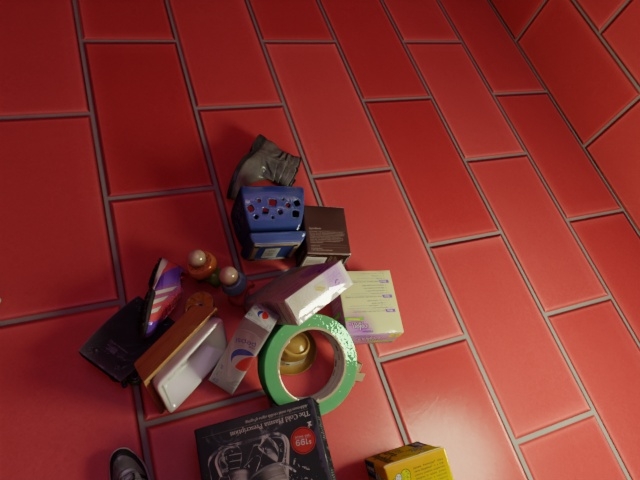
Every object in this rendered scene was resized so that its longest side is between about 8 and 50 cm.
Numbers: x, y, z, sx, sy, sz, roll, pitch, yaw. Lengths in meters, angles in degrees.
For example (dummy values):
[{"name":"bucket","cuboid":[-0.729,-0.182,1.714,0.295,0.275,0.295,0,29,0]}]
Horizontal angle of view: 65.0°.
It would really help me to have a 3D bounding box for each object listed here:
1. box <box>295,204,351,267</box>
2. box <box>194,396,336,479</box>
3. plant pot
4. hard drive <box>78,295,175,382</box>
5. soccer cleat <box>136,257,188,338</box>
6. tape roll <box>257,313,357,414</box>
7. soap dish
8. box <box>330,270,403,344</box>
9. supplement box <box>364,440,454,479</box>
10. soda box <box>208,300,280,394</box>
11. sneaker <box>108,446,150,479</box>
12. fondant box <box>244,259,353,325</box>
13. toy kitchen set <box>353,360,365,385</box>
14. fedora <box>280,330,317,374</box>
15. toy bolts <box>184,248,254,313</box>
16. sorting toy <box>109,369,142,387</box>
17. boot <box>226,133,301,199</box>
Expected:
[{"name":"box","cuboid":[0.000,0.000,1.865,0.166,0.168,0.203,2,61,-16]},{"name":"box","cuboid":[-0.137,0.639,1.386,0.342,0.179,0.313,-16,67,-1]},{"name":"plant pot","cuboid":[-0.184,-0.052,1.807,0.235,0.236,0.212,-3,69,-20]},{"name":"hard drive","cuboid":[-0.590,0.304,1.547,0.171,0.054,0.255,34,45,3]},{"name":"soccer cleat","cuboid":[-0.498,0.184,1.599,0.116,0.109,0.318,23,33,-20]},{"name":"tape roll","cuboid":[-0.039,0.394,1.609,0.320,0.077,0.322,2,85,-25]},{"name":"soap dish","cuboid":[-0.413,0.350,1.510,0.118,0.229,0.291,29,55,20]},{"name":"box","cuboid":[0.157,0.241,1.810,0.213,0.117,0.243,0,61,-18]},{"name":"supplement box","cuboid":[0.285,0.793,1.443,0.195,0.194,0.357,-11,75,-15]},{"name":"soda box","cuboid":[-0.234,0.329,1.530,0.091,0.286,0.098,32,25,1]},{"name":"sneaker","cuboid":[-0.493,0.672,1.332,0.101,0.153,0.269,-18,68,-26]},{"name":"fondant box","cuboid":[-0.083,0.173,1.643,0.238,0.330,0.096,-34,102,-31]},{"name":"toy kitchen set","cuboid":[0.106,0.449,1.731,0.068,0.075,0.084,25,88,-46]},{"name":"fedora","cuboid":[-0.099,0.353,1.685,0.194,0.079,0.195,8,59,-13]},{"name":"toy bolts","cuboid":[-0.351,0.144,1.631,0.228,0.159,0.219,9,60,19]},{"name":"sorting toy","cuboid":[-0.587,0.410,1.517,0.101,0.042,0.061,10,59,-13]},{"name":"boot","cuboid":[-0.212,-0.258,1.983,0.222,0.118,0.338,30,61,-6]}]
